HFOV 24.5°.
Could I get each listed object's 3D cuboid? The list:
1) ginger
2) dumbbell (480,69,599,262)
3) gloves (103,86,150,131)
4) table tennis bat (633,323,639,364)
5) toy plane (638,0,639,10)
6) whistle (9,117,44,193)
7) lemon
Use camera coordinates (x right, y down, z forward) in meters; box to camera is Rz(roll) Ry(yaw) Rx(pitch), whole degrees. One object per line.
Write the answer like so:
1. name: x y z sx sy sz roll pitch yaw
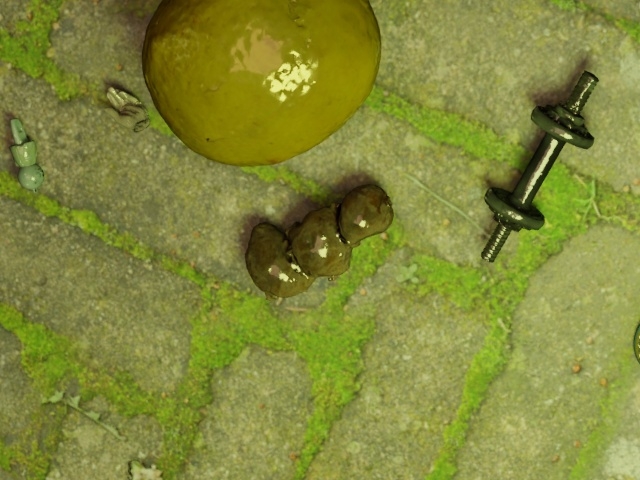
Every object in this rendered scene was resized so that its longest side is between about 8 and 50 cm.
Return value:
1. ginger: 0.000 0.000 1.812 0.204 0.080 0.104 -25 91 19
2. dumbbell: 0.257 -0.084 1.732 0.082 0.081 0.254 29 108 5
3. gloves: -0.243 -0.160 1.853 0.044 0.037 0.081 -35 83 -8
4. table tennis bat: 0.453 0.118 1.767 0.155 0.019 0.100 -15 98 18
5. toy plane: 0.457 -0.245 1.666 0.197 0.053 0.078 13 97 9
6. whistle: -0.381 -0.109 1.899 0.035 0.035 0.100 -12 99 16
7. lemon: -0.070 -0.214 1.692 0.284 0.260 0.260 -7 101 12
